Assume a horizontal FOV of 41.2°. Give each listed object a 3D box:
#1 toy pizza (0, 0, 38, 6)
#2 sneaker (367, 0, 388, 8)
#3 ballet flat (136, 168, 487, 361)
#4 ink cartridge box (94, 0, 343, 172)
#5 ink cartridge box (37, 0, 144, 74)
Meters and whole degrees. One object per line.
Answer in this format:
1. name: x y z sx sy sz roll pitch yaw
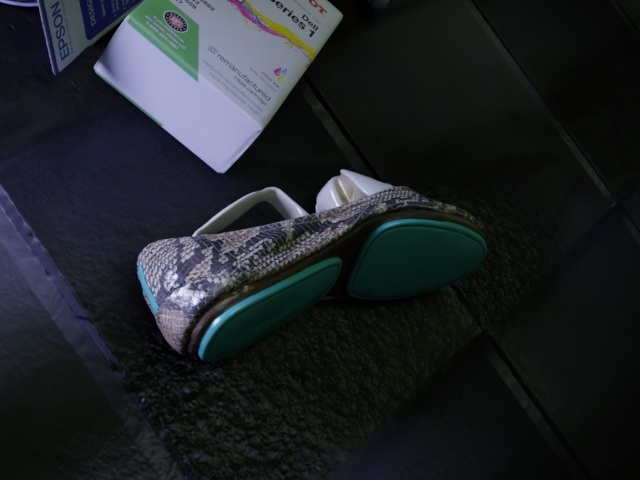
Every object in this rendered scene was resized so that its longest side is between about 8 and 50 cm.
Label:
1. toy pizza: -0.374 -0.372 1.021 0.201 0.032 0.201 16 59 -29
2. sneaker: 0.066 -0.481 1.389 0.091 0.094 0.258 4 57 -14
3. ballet flat: 0.000 0.000 1.022 0.482 0.164 0.182 -14 54 -39
4. ink cartridge box: -0.119 -0.255 1.089 0.201 0.117 0.278 39 48 -11
5. ink cartridge box: -0.257 -0.396 0.961 0.072 0.304 0.307 20 47 18
